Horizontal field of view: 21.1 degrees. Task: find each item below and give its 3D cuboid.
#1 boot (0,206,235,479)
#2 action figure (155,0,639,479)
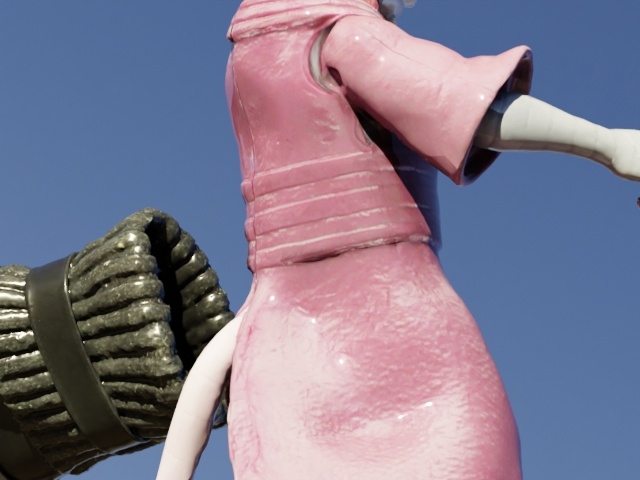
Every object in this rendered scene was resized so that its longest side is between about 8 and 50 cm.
[{"bbox_3d":[-0.231,0.031,1.298,0.260,0.131,0.348,-28,-72,36],"label":"boot"},{"bbox_3d":[0.000,0.000,0.821,0.248,0.276,0.370,160,-78,-65],"label":"action figure"}]
